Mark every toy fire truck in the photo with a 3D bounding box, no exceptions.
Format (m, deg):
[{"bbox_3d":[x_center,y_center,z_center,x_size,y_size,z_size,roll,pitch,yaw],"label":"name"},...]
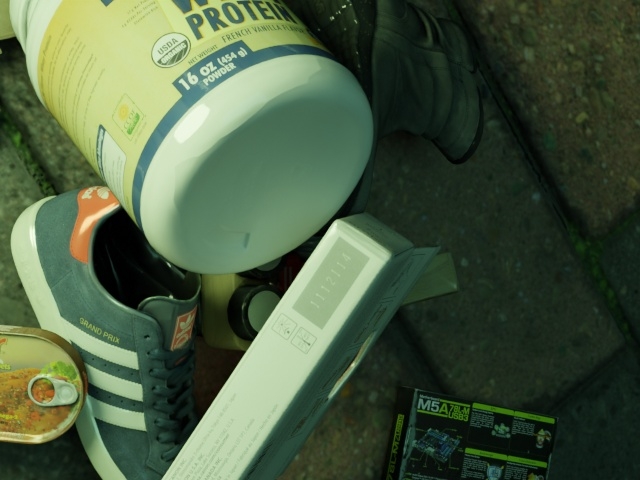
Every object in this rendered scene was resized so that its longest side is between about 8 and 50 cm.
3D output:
[{"bbox_3d":[0.000,0.000,1.660,0.246,0.158,0.217,0,89,-38],"label":"toy fire truck"}]

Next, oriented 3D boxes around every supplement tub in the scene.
[{"bbox_3d":[-0.125,-0.146,1.472,0.228,0.316,0.228,-27,145,-21],"label":"supplement tub"}]

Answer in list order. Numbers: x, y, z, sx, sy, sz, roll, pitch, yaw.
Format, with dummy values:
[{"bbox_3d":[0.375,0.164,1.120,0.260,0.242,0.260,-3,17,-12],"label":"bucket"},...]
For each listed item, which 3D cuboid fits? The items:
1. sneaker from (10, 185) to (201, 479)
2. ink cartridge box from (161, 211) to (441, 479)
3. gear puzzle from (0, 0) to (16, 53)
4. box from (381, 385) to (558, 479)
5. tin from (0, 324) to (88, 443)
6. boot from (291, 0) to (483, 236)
[{"bbox_3d":[-0.160,0.110,1.548,0.350,0.148,0.131,65,31,-12],"label":"sneaker"},{"bbox_3d":[-0.014,0.111,1.522,0.066,0.261,0.296,35,100,9],"label":"ink cartridge box"},{"bbox_3d":[-0.370,-0.244,1.533,0.175,0.044,0.339,-19,100,-27],"label":"gear puzzle"},{"bbox_3d":[0.157,0.264,1.779,0.190,0.045,0.184,13,82,-25],"label":"box"},{"bbox_3d":[-0.308,0.128,1.508,0.189,0.040,0.106,6,107,5],"label":"tin"},{"bbox_3d":[0.079,-0.125,1.634,0.222,0.118,0.338,29,54,-36],"label":"boot"}]
